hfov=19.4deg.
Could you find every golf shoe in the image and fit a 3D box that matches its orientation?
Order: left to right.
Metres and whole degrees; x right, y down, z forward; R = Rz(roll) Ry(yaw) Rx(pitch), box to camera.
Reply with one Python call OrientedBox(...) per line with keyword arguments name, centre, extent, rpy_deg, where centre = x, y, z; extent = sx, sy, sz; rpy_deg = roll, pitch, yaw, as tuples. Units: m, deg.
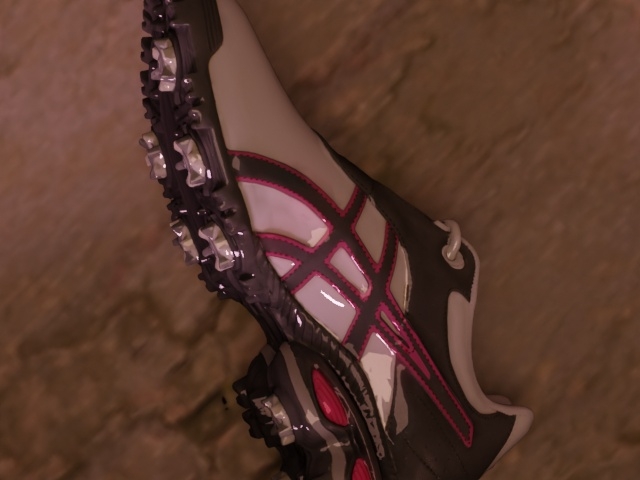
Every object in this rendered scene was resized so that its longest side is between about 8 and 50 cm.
OrientedBox(name="golf shoe", centre=(0.000, 0.000, 0.849), extent=(0.120, 0.105, 0.273), rpy_deg=(-24, 103, -14))
